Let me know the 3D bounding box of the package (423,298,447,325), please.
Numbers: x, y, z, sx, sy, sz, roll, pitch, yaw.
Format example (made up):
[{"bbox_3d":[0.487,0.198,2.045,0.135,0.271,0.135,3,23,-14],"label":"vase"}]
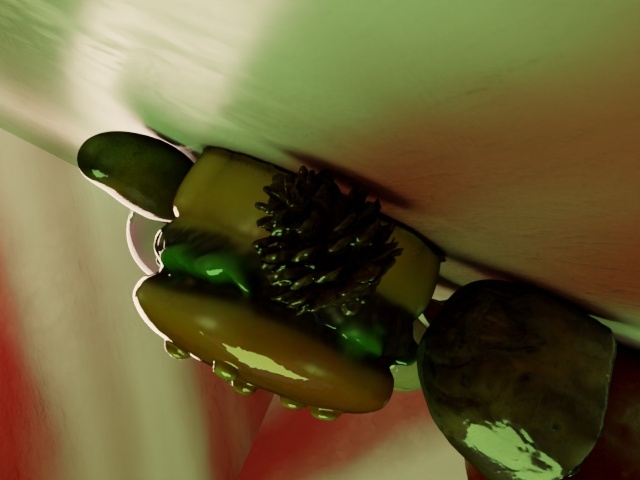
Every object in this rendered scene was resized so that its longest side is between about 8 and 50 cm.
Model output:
[{"bbox_3d":[0.306,0.169,1.970,0.288,0.108,0.223,24,178,-41],"label":"package"}]

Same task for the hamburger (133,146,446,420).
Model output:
[{"bbox_3d":[-0.061,0.068,1.577,0.396,0.277,0.396,23,175,2],"label":"hamburger"}]

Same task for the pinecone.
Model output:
[{"bbox_3d":[0.000,0.000,1.282,0.174,0.173,0.173,24,176,2],"label":"pinecone"}]

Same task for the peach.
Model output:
[{"bbox_3d":[0.385,0.308,1.753,0.335,0.310,0.406,-9,167,-11],"label":"peach"}]

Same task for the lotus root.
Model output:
[{"bbox_3d":[0.234,0.168,1.516,0.192,0.272,0.272,37,170,-25],"label":"lotus root"}]

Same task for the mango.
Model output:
[{"bbox_3d":[-0.241,-0.089,1.703,0.133,0.111,0.267,40,-174,32],"label":"mango"}]

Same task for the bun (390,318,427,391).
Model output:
[{"bbox_3d":[0.070,0.146,1.998,0.299,0.165,0.299,48,-178,-3],"label":"bun"}]

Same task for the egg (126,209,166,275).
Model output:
[{"bbox_3d":[-0.192,0.001,1.998,0.271,0.196,0.196,25,176,-13],"label":"egg"}]
